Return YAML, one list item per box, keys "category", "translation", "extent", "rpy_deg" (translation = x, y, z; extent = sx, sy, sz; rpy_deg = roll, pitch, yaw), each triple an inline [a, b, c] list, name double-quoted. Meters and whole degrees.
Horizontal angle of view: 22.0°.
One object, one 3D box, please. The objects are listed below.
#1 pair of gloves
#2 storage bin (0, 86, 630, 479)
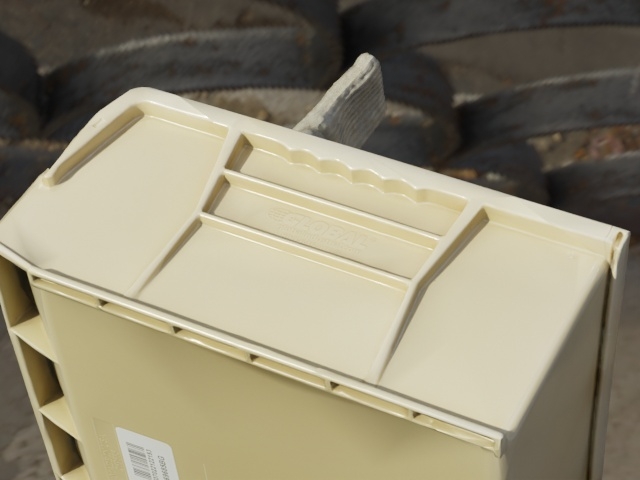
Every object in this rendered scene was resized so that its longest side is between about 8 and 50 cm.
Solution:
- category: "pair of gloves"
  translation: [0.000, 0.000, 1.238]
  extent: [0.042, 0.240, 0.204]
  rpy_deg: [26, 56, 26]
- category: "storage bin"
  translation: [-0.005, 0.087, 0.790]
  extent: [0.260, 0.262, 0.123]
  rpy_deg: [19, 52, 21]
